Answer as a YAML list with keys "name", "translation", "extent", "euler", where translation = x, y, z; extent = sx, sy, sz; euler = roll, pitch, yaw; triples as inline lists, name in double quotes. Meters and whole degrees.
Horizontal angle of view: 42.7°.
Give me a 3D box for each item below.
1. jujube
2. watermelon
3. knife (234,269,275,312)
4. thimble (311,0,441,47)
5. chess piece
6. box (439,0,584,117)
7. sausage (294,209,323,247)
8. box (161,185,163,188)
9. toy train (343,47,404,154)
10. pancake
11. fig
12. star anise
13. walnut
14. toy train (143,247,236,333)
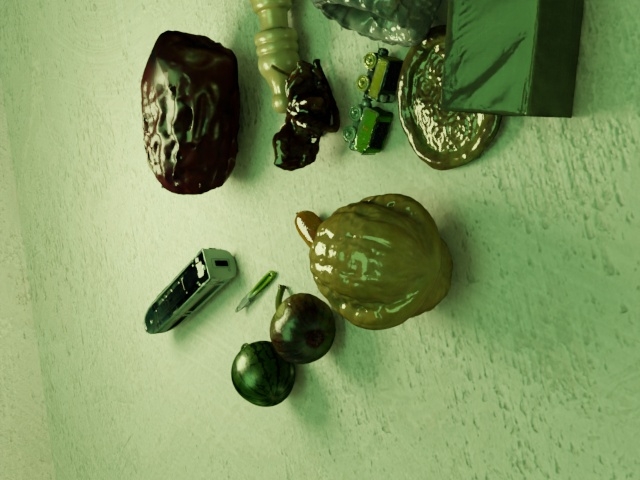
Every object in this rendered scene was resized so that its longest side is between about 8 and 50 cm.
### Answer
- name: "jujube"
  translation: [-0.295, -0.296, 1.900]
  extent: [0.258, 0.258, 0.376]
  euler: [21, 122, 49]
- name: "watermelon"
  translation: [-0.136, 0.283, 1.821]
  extent: [0.187, 0.141, 0.140]
  euler: [51, 130, 42]
- name: "knife"
  translation: [-0.154, 0.120, 1.925]
  extent: [0.022, 0.026, 0.184]
  euler: [39, 132, -6]
- name: "thimble"
  translation: [0.104, -0.442, 1.385]
  extent: [0.236, 0.205, 0.172]
  euler: [31, 100, 64]
- name: "chess piece"
  translation: [-0.094, -0.422, 1.735]
  extent: [0.139, 0.124, 0.307]
  euler: [-2, 96, 47]
- name: "box"
  translation: [0.284, -0.300, 1.203]
  extent: [0.149, 0.155, 0.231]
  euler: [12, 104, 39]
- name: "sausage"
  translation: [0.000, 0.000, 1.691]
  extent: [0.183, 0.054, 0.062]
  euler: [52, 163, 33]
- name: "box"
  translation: [-0.373, -0.252, 2.156]
  extent: [0.161, 0.042, 0.226]
  euler: [0, 93, 53]
- name: "toy train"
  translation: [0.101, -0.257, 1.535]
  extent: [0.081, 0.060, 0.202]
  euler: [35, 120, 37]
- name: "pancake"
  translation: [0.218, -0.241, 1.405]
  extent: [0.250, 0.031, 0.250]
  euler: [9, 101, 50]
- name: "fig"
  translation: [-0.061, 0.159, 1.734]
  extent: [0.245, 0.149, 0.149]
  euler: [-141, 56, -59]
- name: "star anise"
  translation: [-0.025, -0.241, 1.627]
  extent: [0.126, 0.190, 0.220]
  euler: [17, 111, 8]
- name: "walnut"
  translation: [0.109, 0.036, 1.418]
  extent: [0.257, 0.224, 0.257]
  euler: [-23, 56, 38]
- name: "toy train"
  translation: [-0.346, 0.144, 2.118]
  extent: [0.407, 0.088, 0.086]
  euler: [-40, 61, 46]
